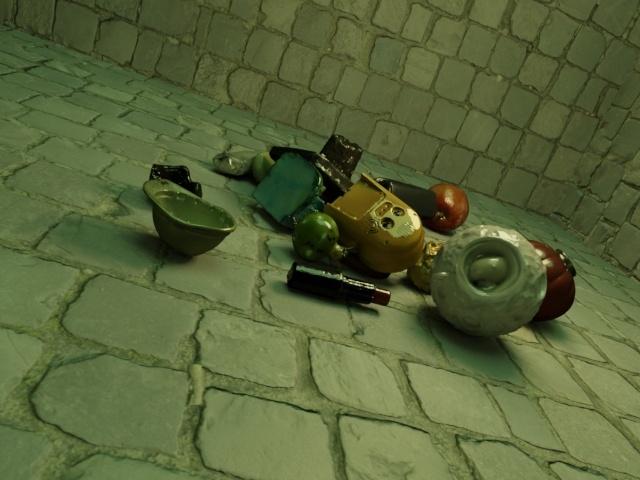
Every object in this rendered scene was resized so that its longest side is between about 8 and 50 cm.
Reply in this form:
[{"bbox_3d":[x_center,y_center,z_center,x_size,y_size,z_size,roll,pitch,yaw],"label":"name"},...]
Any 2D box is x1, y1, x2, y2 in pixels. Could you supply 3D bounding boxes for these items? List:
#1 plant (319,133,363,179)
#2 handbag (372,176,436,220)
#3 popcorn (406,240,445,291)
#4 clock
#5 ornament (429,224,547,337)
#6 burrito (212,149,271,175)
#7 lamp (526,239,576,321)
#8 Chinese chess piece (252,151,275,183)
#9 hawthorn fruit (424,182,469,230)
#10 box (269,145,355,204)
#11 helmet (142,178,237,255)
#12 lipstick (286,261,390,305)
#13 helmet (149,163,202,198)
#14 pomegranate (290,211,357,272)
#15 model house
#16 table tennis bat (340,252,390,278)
[{"bbox_3d":[0.059,-0.335,2.498,0.199,0.276,0.188,33,24,5],"label":"plant"},{"bbox_3d":[0.302,-0.171,2.335,0.302,0.177,0.275,5,-1,-37],"label":"handbag"},{"bbox_3d":[0.372,0.086,1.862,0.180,0.179,0.170,8,-10,-34],"label":"popcorn"},{"bbox_3d":[0.188,-0.039,1.800,0.317,0.200,0.244,35,64,27],"label":"clock"},{"bbox_3d":[0.492,0.123,1.642,0.337,0.337,0.337,19,19,-7],"label":"ornament"},{"bbox_3d":[-0.291,-0.340,2.383,0.139,0.101,0.445,13,15,23],"label":"burrito"},{"bbox_3d":[0.768,0.140,1.968,0.303,0.257,0.303,55,11,-16],"label":"lamp"},{"bbox_3d":[-0.224,-0.295,2.281,0.059,0.144,0.144,-10,2,31],"label":"Chinese chess piece"},{"bbox_3d":[0.596,-0.141,2.642,0.235,0.231,0.262,14,60,-9],"label":"hawthorn fruit"},{"bbox_3d":[-0.006,-0.241,2.152,0.350,0.091,0.359,41,-13,-38],"label":"box"},{"bbox_3d":[-0.363,-0.040,1.443,0.258,0.137,0.204,29,19,1],"label":"helmet"},{"bbox_3d":[0.054,0.128,1.527,0.300,0.081,0.081,16,20,-16],"label":"lipstick"},{"bbox_3d":[-0.462,-0.156,1.713,0.177,0.107,0.153,52,28,22],"label":"helmet"},{"bbox_3d":[0.006,0.002,1.724,0.220,0.156,0.156,32,13,-28],"label":"pomegranate"},{"bbox_3d":[-0.056,-0.142,1.970,0.241,0.226,0.261,38,5,-46],"label":"model house"},{"bbox_3d":[0.121,0.043,1.903,0.200,0.038,0.310,5,29,-39],"label":"table tennis bat"}]
